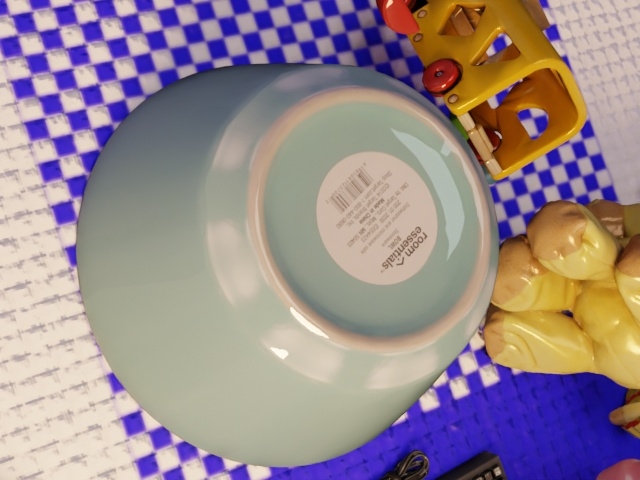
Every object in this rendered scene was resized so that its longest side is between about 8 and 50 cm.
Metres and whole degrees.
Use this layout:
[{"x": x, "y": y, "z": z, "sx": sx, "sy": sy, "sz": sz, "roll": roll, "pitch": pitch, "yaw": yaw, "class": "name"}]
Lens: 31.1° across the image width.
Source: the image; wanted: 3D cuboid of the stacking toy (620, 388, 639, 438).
[{"x": 0.387, "y": 0.129, "z": 0.957, "sx": 0.167, "sy": 0.221, "sz": 0.052, "roll": 35, "pitch": 31, "yaw": -16, "class": "stacking toy"}]

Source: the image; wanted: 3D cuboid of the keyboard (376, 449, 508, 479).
[{"x": 0.074, "y": 0.220, "z": 0.875, "sx": 0.180, "sy": 0.023, "sz": 0.108, "roll": -23, "pitch": 89, "yaw": -30, "class": "keyboard"}]

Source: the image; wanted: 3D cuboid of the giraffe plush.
[{"x": 0.249, "y": 0.025, "z": 0.941, "sx": 0.210, "sy": 0.181, "sz": 0.170, "roll": 34, "pitch": 44, "yaw": -5, "class": "giraffe plush"}]

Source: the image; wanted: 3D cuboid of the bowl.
[{"x": 0.000, "y": 0.000, "z": 0.808, "sx": 0.312, "sy": 0.163, "sz": 0.311, "roll": 6, "pitch": 76, "yaw": -24, "class": "bowl"}]

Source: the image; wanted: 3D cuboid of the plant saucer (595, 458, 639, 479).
[{"x": 0.325, "y": 0.297, "z": 0.834, "sx": 0.332, "sy": 0.084, "sz": 0.332, "roll": 48, "pitch": 18, "yaw": -22, "class": "plant saucer"}]

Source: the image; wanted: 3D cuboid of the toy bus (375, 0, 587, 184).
[{"x": 0.123, "y": -0.148, "z": 0.874, "sx": 0.104, "sy": 0.191, "sz": 0.202, "roll": -30, "pitch": 93, "yaw": 10, "class": "toy bus"}]
